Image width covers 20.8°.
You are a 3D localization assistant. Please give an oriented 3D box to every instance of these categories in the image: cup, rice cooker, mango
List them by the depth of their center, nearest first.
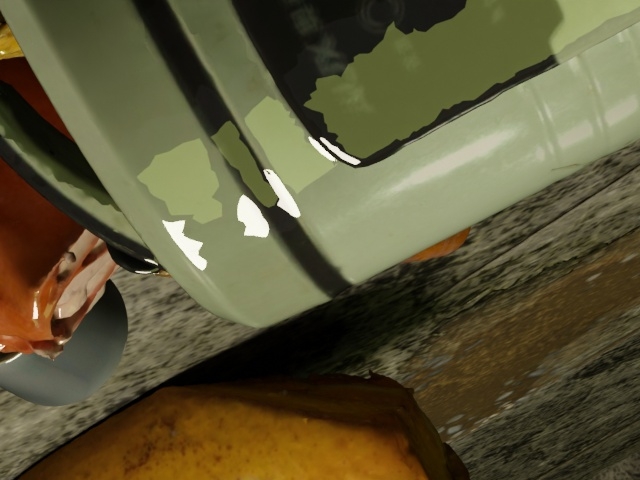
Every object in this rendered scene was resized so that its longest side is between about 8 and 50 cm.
[{"bbox_3d":[0.003,-0.102,0.474,0.244,0.226,0.226,-25,162,7],"label":"rice cooker"},{"bbox_3d":[-0.142,0.029,0.873,0.100,0.078,0.077,-60,156,-5],"label":"cup"},{"bbox_3d":[-0.073,0.191,1.242,0.350,0.199,0.201,-16,134,8],"label":"mango"}]

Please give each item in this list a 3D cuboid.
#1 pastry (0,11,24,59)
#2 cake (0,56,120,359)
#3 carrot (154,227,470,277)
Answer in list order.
[{"bbox_3d":[-0.086,-0.099,0.619,0.140,0.056,0.080,-20,169,-38],"label":"pastry"},{"bbox_3d":[-0.070,-0.046,0.707,0.287,0.135,0.098,-28,149,-24],"label":"cake"},{"bbox_3d":[0.000,0.000,1.024,0.216,0.048,0.048,-10,156,-30],"label":"carrot"}]
